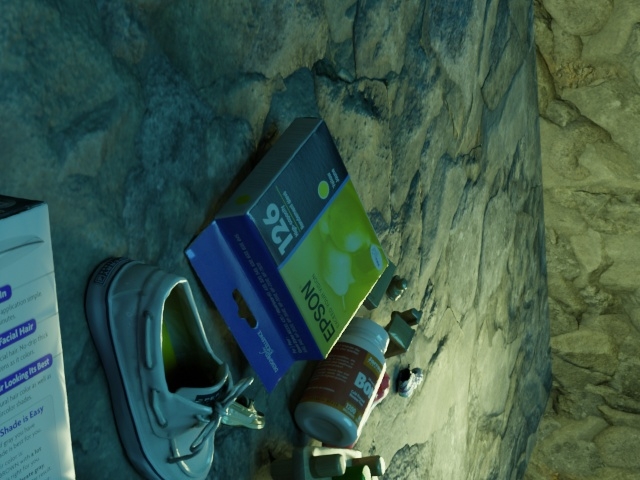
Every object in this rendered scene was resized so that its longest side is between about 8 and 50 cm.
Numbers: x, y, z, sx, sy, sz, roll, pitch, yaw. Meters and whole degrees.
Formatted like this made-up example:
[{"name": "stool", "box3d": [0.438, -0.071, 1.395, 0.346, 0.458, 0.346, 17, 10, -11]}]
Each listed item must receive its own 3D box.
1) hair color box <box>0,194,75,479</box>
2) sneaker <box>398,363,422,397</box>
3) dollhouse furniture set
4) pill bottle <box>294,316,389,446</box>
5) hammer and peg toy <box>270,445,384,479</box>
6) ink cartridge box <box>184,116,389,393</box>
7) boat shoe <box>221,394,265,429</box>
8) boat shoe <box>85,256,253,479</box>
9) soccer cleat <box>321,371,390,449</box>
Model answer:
[{"name": "hair color box", "box3d": [-0.331, 0.141, 0.830, 0.185, 0.110, 0.339, -30, 126, -58]}, {"name": "sneaker", "box3d": [0.205, 0.305, 2.094, 0.098, 0.038, 0.069, -51, 142, -48]}, {"name": "dollhouse furniture set", "box3d": [0.107, 0.138, 1.851, 0.151, 0.123, 0.144, 45, 49, -17]}, {"name": "pill bottle", "box3d": [0.046, 0.248, 1.642, 0.216, 0.121, 0.121, -63, 149, -36]}, {"name": "hammer and peg toy", "box3d": [0.048, 0.493, 1.578, 0.361, 0.127, 0.266, 31, 52, -62]}, {"name": "ink cartridge box", "box3d": [-0.034, 0.025, 1.383, 0.307, 0.072, 0.304, -56, 135, -35]}, {"name": "boat shoe", "box3d": [-0.119, 0.255, 1.378, 0.135, 0.050, 0.045, 29, 76, -63]}, {"name": "boat shoe", "box3d": [-0.161, 0.184, 1.142, 0.136, 0.156, 0.367, -50, 140, -48]}, {"name": "soccer cleat", "box3d": [0.063, 0.329, 1.777, 0.095, 0.083, 0.248, -62, 173, 34]}]
